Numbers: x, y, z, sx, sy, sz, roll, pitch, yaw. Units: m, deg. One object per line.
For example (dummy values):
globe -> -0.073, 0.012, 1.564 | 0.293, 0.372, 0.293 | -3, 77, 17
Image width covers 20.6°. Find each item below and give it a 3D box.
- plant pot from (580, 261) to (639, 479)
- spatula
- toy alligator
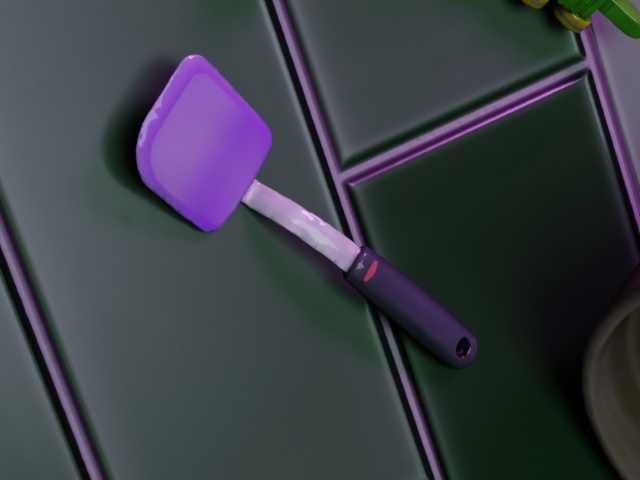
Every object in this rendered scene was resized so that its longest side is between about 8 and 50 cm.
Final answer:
plant pot -> 0.378, 0.049, 1.204 | 0.323, 0.323, 0.280 | 51, 53, -22
spatula -> 0.000, 0.000, 1.115 | 0.296, 0.030, 0.084 | 38, 75, -26
toy alligator -> 0.149, -0.194, 1.184 | 0.190, 0.056, 0.051 | 26, 38, -27
